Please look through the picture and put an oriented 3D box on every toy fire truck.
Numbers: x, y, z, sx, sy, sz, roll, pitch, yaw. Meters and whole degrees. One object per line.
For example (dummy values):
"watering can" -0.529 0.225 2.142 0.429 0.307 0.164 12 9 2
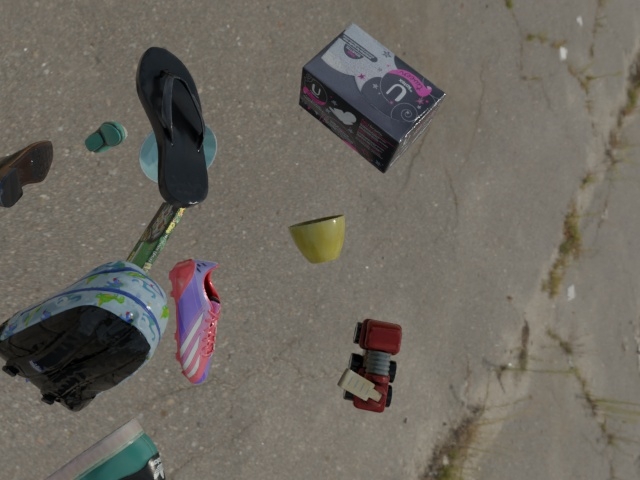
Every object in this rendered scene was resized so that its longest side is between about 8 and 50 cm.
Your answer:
"toy fire truck" 0.117 0.292 1.220 0.159 0.246 0.216 12 79 -1

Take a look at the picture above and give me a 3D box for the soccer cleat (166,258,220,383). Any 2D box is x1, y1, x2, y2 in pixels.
"soccer cleat" -0.223 0.154 0.964 0.083 0.095 0.247 -76 162 -76

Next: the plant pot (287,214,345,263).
"plant pot" 0.000 0.000 1.203 0.134 0.134 0.095 -18 98 -44

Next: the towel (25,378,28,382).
"towel" -0.716 0.282 1.571 0.336 0.243 0.040 -12 138 -27

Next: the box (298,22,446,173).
"box" 0.101 -0.294 1.071 0.247 0.142 0.163 41 73 7

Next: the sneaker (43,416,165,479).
"sneaker" -0.373 0.405 0.786 0.121 0.302 0.108 54 5 5

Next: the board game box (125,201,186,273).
"board game box" -0.521 -0.006 1.621 0.030 0.136 0.259 42 68 -39

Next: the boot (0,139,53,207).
"boot" -0.580 -0.137 0.950 0.219 0.106 0.082 -90 -172 -60

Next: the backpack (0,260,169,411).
"backpack" -0.518 0.206 1.188 0.290 0.356 0.273 49 40 -19

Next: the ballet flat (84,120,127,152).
"ballet flat" -0.700 -0.354 1.734 0.087 0.247 0.083 -37 111 -42

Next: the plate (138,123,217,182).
"plate" -0.336 -0.211 1.223 0.188 0.024 0.188 -24 144 -19

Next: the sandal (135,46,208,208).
"sandal" -0.209 -0.176 0.780 0.097 0.054 0.254 -6 77 -45
